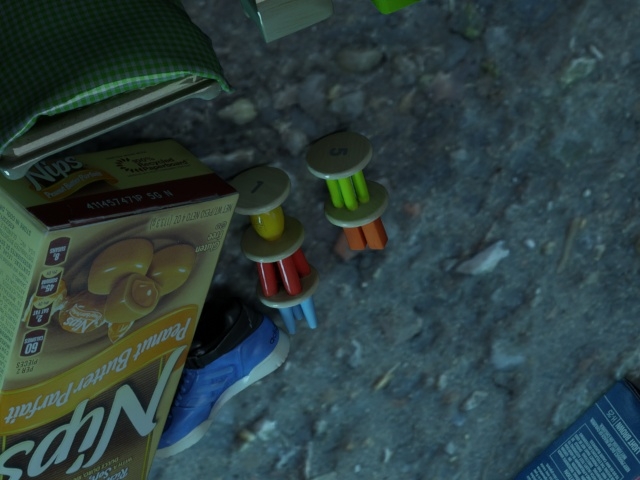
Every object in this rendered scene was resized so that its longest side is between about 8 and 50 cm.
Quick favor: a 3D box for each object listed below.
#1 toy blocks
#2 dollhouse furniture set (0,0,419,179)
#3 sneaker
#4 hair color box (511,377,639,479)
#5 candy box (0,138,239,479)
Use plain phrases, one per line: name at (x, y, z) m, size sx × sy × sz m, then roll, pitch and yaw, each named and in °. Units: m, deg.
toy blocks at (0.000, 0.000, 1.460) m, size 0.123 × 0.054 × 0.148 m, roll -23°, pitch 130°, yaw -7°
dollhouse furniture set at (-0.111, -0.197, 1.170) m, size 0.302 × 0.197 × 0.151 m, roll -24°, pitch 132°, yaw -8°
sneaker at (-0.105, 0.105, 1.488) m, size 0.152 × 0.058 × 0.084 m, roll -39°, pitch 128°, yaw 9°
hair color box at (0.227, 0.309, 1.758) m, size 0.347 × 0.105 × 0.174 m, roll -44°, pitch 129°, yaw 11°
candy box at (-0.190, 0.088, 1.380) m, size 0.183 × 0.087 × 0.316 m, roll -13°, pitch 131°, yaw -45°
